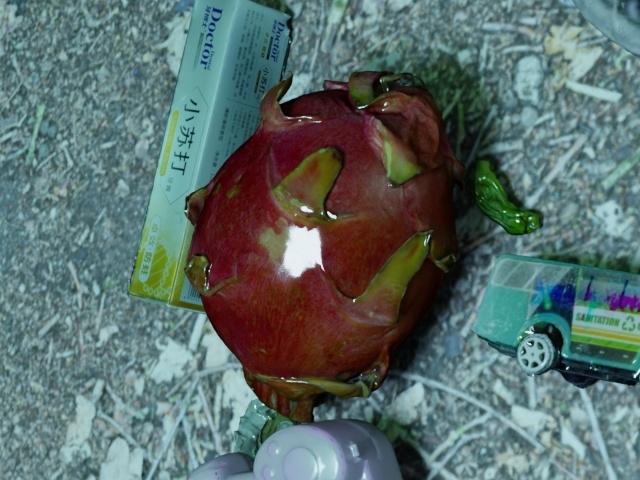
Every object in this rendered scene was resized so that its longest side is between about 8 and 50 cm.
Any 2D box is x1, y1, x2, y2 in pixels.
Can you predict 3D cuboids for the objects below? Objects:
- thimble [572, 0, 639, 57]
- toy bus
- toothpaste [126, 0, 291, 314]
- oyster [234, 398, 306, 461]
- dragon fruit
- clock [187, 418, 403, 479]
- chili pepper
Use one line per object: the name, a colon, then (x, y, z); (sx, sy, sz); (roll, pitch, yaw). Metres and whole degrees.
thimble: (0.317, -0.251, 1.547); (0.217, 0.157, 0.245); (3, 83, 37)
toy bus: (0.250, 0.076, 1.574); (0.261, 0.091, 0.109); (9, 79, 39)
toothpaste: (-0.106, -0.085, 1.900); (0.071, 0.089, 0.313); (12, 88, 45)
oyster: (-0.033, 0.191, 1.820); (0.098, 0.037, 0.100); (-2, 57, 21)
dragon fruit: (-0.002, 0.003, 1.711); (0.315, 0.250, 0.250); (-54, 51, 38)
clock: (-0.044, 0.332, 1.716); (0.322, 0.113, 0.295); (-25, 75, 33)
chili pepper: (0.158, -0.035, 1.710); (0.034, 0.030, 0.091); (-36, 58, -1)
